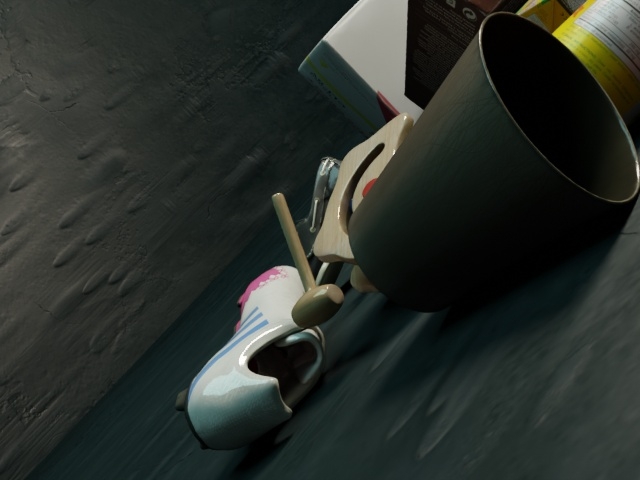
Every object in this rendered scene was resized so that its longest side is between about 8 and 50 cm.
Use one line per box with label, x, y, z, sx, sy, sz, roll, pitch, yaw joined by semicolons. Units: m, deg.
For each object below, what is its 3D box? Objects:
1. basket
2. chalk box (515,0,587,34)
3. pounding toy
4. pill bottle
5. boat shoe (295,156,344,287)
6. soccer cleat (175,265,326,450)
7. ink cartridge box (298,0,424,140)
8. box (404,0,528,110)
basket;0.137;-0.047;0.939;0.154;0.204;0.227;6;-39;-35
chalk box;0.349;-0.289;1.261;0.213;0.132;0.132;-45;7;-16
pounding toy;0.054;-0.037;1.158;0.154;0.155;0.269;-22;39;42
pill bottle;0.281;-0.174;1.021;0.215;0.117;0.117;-43;7;3
boat shoe;0.000;0.000;1.480;0.084;0.079;0.233;3;-74;-74
soccer cleat;-0.039;0.121;1.214;0.143;0.116;0.331;-22;19;26
ink cartridge box;0.125;-0.291;1.951;0.160;0.279;0.385;-46;7;-4
box;0.233;-0.326;1.570;0.191;0.143;0.381;-48;-17;-14
